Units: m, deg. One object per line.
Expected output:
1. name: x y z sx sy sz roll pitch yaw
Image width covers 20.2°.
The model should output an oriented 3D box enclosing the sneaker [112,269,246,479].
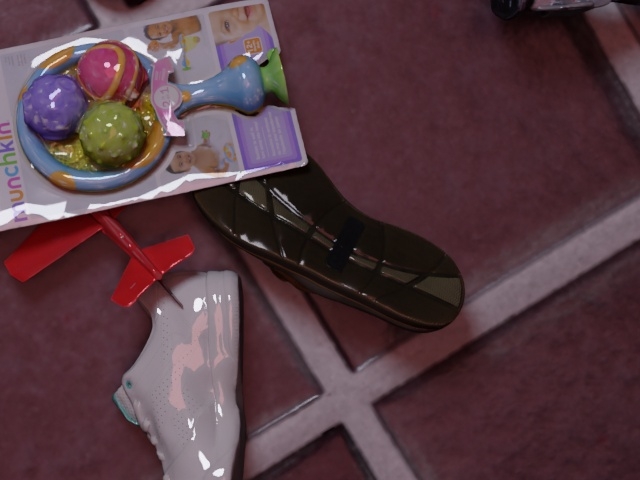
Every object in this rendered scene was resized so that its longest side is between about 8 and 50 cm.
1. sneaker: -0.101 0.127 1.267 0.094 0.080 0.212 0 80 2

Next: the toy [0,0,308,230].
1. toy: -0.138 -0.097 1.248 0.237 0.056 0.137 -11 70 -8

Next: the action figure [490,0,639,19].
1. action figure: 0.265 -0.197 1.283 0.285 0.099 0.185 0 85 -8

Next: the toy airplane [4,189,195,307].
1. toy airplane: -0.148 -0.008 1.258 0.151 0.028 0.151 -2 68 5

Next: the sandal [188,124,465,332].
1. sandal: 0.000 0.000 1.275 0.219 0.060 0.090 29 61 1
